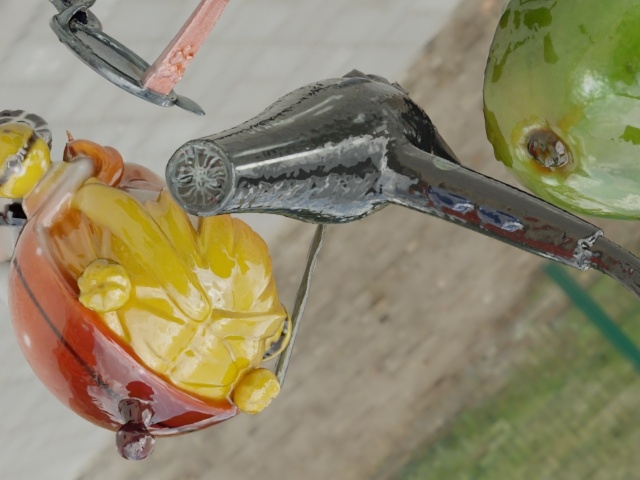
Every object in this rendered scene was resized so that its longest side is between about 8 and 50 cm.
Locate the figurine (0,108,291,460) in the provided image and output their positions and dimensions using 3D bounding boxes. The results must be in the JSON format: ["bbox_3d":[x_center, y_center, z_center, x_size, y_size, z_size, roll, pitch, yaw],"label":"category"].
[{"bbox_3d":[-0.151,0.037,1.514,0.320,0.323,0.196,35,91,-31],"label":"figurine"}]

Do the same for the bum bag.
[{"bbox_3d":[0.061,-0.068,1.300,0.034,0.124,0.058,-42,176,36],"label":"bum bag"}]

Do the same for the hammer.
[{"bbox_3d":[0.000,0.000,1.779,0.029,0.058,0.292,149,-41,-70],"label":"hammer"}]

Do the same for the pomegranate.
[{"bbox_3d":[0.230,-0.098,1.258,0.241,0.159,0.190,16,90,-53],"label":"pomegranate"}]

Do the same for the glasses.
[{"bbox_3d":[-0.096,-0.241,1.291,0.118,0.234,0.268,16,121,-45],"label":"glasses"}]

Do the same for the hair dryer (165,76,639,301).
[{"bbox_3d":[0.059,-0.013,0.882,0.195,0.219,0.075,-17,126,-61],"label":"hair dryer"}]
